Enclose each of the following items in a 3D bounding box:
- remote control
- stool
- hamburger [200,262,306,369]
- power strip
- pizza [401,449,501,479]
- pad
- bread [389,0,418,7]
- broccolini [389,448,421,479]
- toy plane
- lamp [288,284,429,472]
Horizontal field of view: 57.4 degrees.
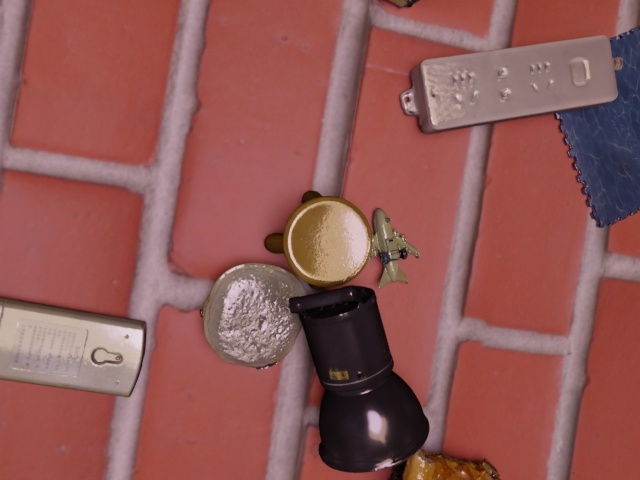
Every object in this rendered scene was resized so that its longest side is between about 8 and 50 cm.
[{"bbox_3d":[-0.337,0.129,0.720,0.234,0.038,0.098,12,89,-13],"label":"remote control"},{"bbox_3d":[0.000,0.000,0.752,0.134,0.110,0.135,-5,91,-13],"label":"stool"},{"bbox_3d":[-0.087,0.097,0.761,0.133,0.062,0.140,17,86,-15],"label":"hamburger"},{"bbox_3d":[0.281,-0.222,0.826,0.338,0.058,0.098,-11,92,-9],"label":"power strip"},{"bbox_3d":[0.186,0.377,0.800,0.197,0.058,0.292,-26,115,-31],"label":"pizza"},{"bbox_3d":[0.490,-0.187,0.902,0.269,0.012,0.269,-26,97,-10],"label":"pad"},{"bbox_3d":[0.206,-0.506,0.711,0.239,0.264,0.395,40,82,-14],"label":"bread"},{"bbox_3d":[0.084,0.396,0.818,0.054,0.051,0.239,29,91,32],"label":"broccolini"},{"bbox_3d":[0.093,0.010,0.808,0.102,0.040,0.111,-12,96,-30],"label":"toy plane"},{"bbox_3d":[0.042,0.147,0.740,0.147,0.172,0.227,-12,101,14],"label":"lamp"}]
